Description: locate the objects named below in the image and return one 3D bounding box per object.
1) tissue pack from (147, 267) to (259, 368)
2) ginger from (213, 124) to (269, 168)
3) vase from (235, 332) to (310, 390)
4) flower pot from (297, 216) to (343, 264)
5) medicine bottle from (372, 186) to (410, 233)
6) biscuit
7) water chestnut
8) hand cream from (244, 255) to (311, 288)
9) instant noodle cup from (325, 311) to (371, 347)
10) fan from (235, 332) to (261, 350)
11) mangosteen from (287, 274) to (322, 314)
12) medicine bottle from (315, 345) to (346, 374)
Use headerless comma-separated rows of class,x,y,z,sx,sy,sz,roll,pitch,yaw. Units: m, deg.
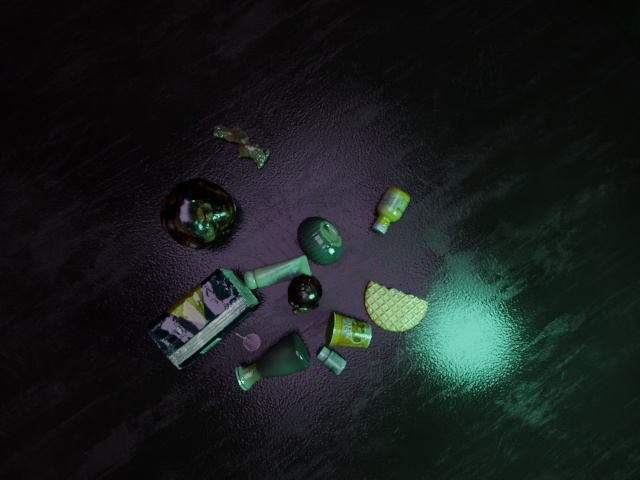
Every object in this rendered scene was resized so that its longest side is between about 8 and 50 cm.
tissue pack,-0.503,0.334,1.820,0.417,0.264,0.253,-39,87,-3
ginger,-0.381,-0.467,1.973,0.290,0.084,0.122,36,108,-3
vase,-0.221,0.566,1.872,0.321,0.173,0.173,-26,87,4
flower pot,0.000,0.000,1.886,0.157,0.189,0.243,-36,93,39
medicine bottle,0.324,-0.137,1.936,0.122,0.122,0.212,30,87,1
biscuit,0.345,0.329,1.950,0.309,0.040,0.204,20,87,0
water chestnut,-0.566,-0.114,1.858,0.335,0.347,0.334,16,64,-38
hand cream,-0.203,0.155,1.916,0.306,0.147,0.093,-12,44,1
instant noodle cup,0.131,0.427,1.892,0.185,0.168,0.168,13,86,-8
fan,-0.347,0.473,1.944,0.134,0.005,0.085,28,87,0
mangosteen,-0.070,0.248,1.899,0.173,0.183,0.172,-9,42,8
medicine bottle,0.047,0.560,1.910,0.130,0.080,0.080,37,87,1
